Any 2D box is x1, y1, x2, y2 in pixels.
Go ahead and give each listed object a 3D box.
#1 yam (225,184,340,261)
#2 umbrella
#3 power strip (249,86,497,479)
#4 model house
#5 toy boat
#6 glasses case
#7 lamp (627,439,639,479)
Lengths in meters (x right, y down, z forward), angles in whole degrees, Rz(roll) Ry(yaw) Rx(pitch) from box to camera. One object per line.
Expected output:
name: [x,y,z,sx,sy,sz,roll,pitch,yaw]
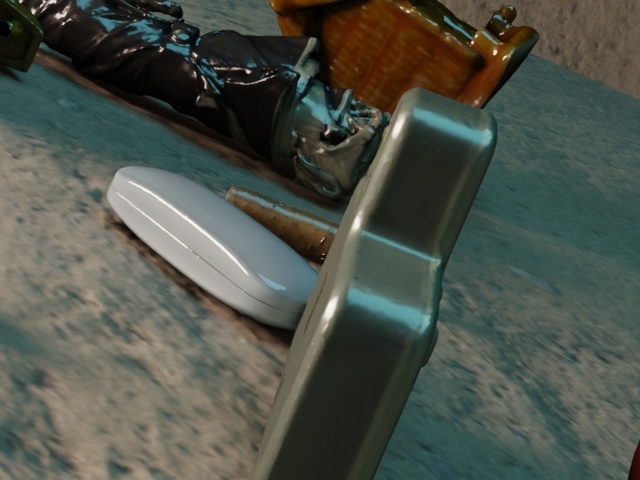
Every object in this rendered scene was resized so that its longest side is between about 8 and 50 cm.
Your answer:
yam: [0.000,0.000,1.220,0.145,0.032,0.032,23,14,-2]
umbrella: [-0.107,-0.147,1.425,0.357,0.106,0.113,26,18,6]
power strip: [0.032,0.020,0.875,0.059,0.194,0.265,22,15,-1]
model house: [0.065,-0.184,1.627,0.229,0.219,0.199,36,29,-3]
toy boat: [-0.319,-0.192,1.328,0.226,0.068,0.088,27,19,-3]
glasses case: [-0.064,0.003,1.075,0.067,0.045,0.178,8,21,-49]
lamp: [0.250,0.134,0.784,0.227,0.227,0.227,23,14,-6]
